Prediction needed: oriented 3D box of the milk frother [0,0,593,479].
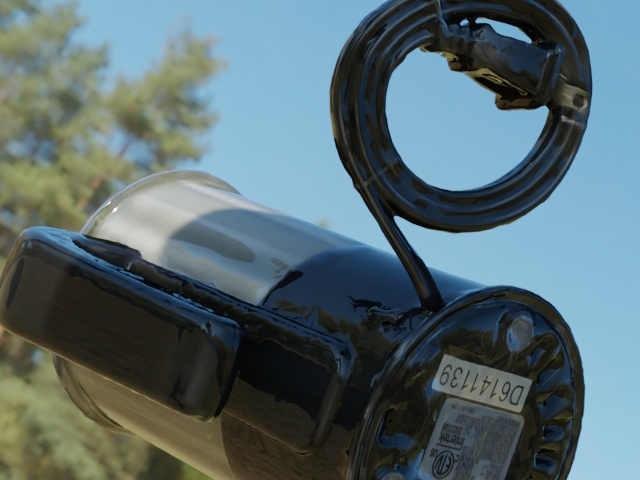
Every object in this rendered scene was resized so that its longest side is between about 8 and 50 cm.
[{"bbox_3d":[0.000,0.000,0.504,0.134,0.143,0.129,21,-15,45],"label":"milk frother"}]
